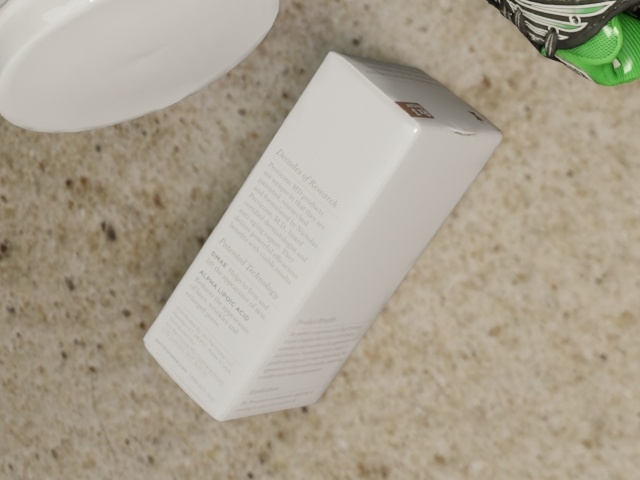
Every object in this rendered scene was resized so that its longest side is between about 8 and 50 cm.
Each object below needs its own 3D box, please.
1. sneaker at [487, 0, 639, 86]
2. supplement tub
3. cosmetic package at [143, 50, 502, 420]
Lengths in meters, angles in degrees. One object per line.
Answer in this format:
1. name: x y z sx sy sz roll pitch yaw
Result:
1. sneaker: 0.119 -0.164 0.819 0.343 0.134 0.146 7 94 32
2. supplement tub: -0.175 -0.253 0.952 0.228 0.228 0.316 -33 73 28
3. cosmetic package: 0.000 0.000 0.906 0.085 0.117 0.231 42 110 24
